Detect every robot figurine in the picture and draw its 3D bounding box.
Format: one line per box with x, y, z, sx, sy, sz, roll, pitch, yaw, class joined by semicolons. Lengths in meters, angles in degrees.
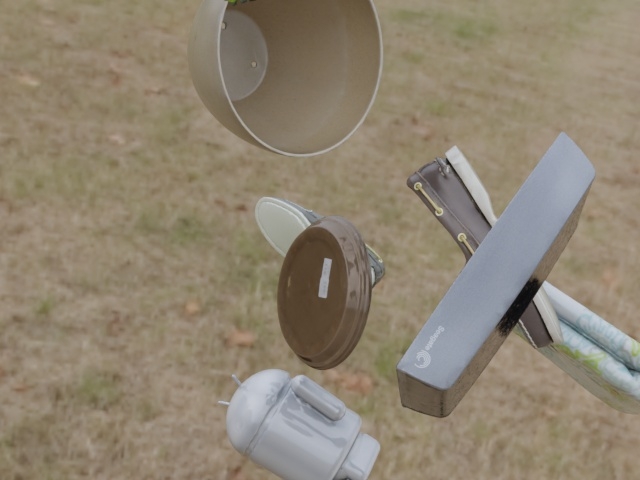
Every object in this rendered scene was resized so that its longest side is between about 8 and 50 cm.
-0.053;0.407;2.261;0.353;0.300;0.200;31;36;1;robot figurine

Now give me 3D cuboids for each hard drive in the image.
0.159;0.041;0.953;0.054;0.255;0.172;33;-14;16;hard drive

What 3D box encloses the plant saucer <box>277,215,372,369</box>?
-0.002;0.091;1.900;0.041;0.278;0.278;8;17;-33;plant saucer

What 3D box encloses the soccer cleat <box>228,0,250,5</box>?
-0.061;-0.320;1.204;0.060;0.072;0.179;-22;4;-36;soccer cleat

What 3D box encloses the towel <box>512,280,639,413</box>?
0.405;0.162;1.749;0.374;0.090;0.320;34;-2;13;towel

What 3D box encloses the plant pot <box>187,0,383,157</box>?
-0.079;-0.263;1.509;0.284;0.284;0.191;-5;9;-38;plant pot

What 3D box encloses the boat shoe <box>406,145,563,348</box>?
0.241;0.022;1.550;0.096;0.324;0.116;-31;-8;11;boat shoe

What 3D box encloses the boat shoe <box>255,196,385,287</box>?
-0.002;0.004;2.206;0.305;0.109;0.091;35;33;17;boat shoe
